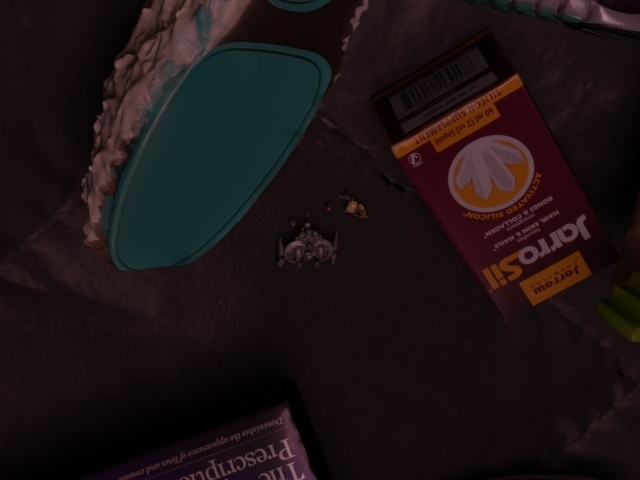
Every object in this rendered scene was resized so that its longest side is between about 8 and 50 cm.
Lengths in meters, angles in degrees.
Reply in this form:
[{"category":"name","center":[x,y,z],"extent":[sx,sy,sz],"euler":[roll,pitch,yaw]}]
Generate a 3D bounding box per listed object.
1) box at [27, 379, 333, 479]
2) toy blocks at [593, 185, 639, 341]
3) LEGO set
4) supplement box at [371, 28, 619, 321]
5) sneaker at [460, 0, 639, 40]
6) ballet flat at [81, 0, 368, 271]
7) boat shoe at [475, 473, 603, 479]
[{"category":"box","center":[-0.111,0.248,1.150],"extent":[0.261,0.103,0.184],"euler":[-22,94,4]},{"category":"toy blocks","center":[0.388,-0.061,1.054],"extent":[0.381,0.191,0.261],"euler":[2,112,-27]},{"category":"LEGO set","center":[-0.001,-0.002,1.102],"extent":[0.054,0.023,0.083],"euler":[26,114,-24]},{"category":"supplement box","center":[0.130,-0.045,1.064],"extent":[0.104,0.081,0.188],"euler":[-30,123,9]},{"category":"sneaker","center":[0.137,-0.204,0.982],"extent":[0.224,0.083,0.098],"euler":[11,97,-19]},{"category":"ballet flat","center":[-0.042,-0.165,0.931],"extent":[0.147,0.147,0.409],"euler":[23,117,-22]},{"category":"boat shoe","center":[0.056,0.348,1.260],"extent":[0.500,0.156,0.186],"euler":[-18,122,0]}]
